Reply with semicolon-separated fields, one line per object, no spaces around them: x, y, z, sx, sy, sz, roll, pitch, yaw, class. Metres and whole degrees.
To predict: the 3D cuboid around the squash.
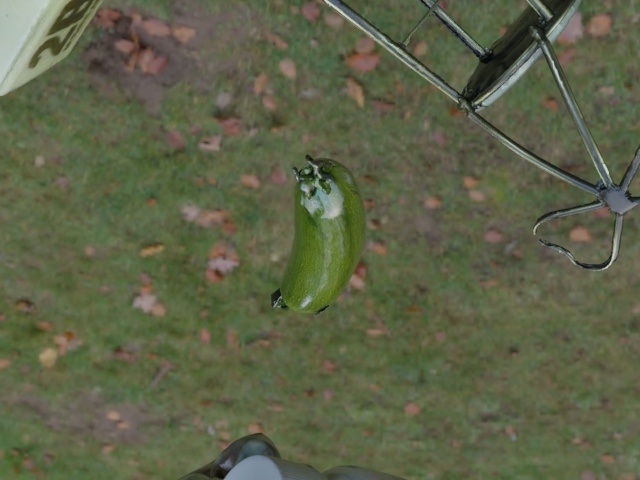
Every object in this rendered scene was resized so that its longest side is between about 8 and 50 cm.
0.002;0.002;1.083;0.080;0.071;0.318;27;152;7;squash

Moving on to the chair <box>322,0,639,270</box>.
0.151;-0.150;0.836;0.325;0.170;0.160;41;127;-7;chair

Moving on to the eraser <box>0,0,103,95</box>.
-0.211;-0.202;0.866;0.058;0.117;0.172;43;125;-3;eraser

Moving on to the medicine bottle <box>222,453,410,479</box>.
0.039;0.170;0.535;0.186;0.103;0.103;22;141;-26;medicine bottle

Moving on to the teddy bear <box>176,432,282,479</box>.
-0.178;0.285;0.857;0.375;0.362;0.327;22;129;-37;teddy bear
